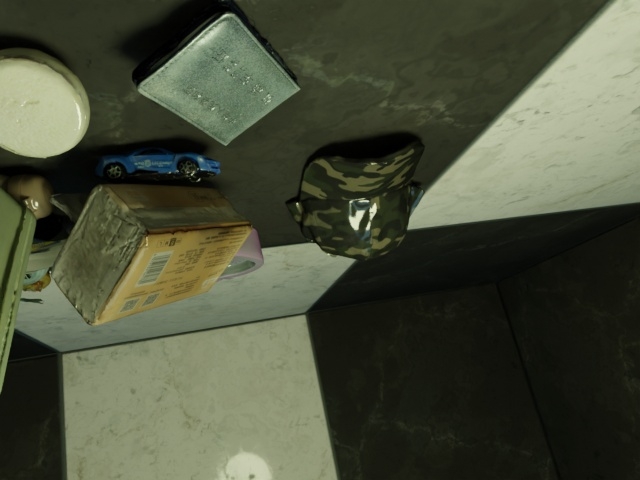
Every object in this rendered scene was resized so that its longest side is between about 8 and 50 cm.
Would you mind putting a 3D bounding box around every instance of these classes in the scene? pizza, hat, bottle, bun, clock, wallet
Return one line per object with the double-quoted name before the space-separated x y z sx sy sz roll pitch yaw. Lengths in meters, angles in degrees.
"pizza" -0.818 0.113 1.331 0.134 0.046 0.175 -11 163 -3
"hat" 0.112 -0.073 1.143 0.366 0.257 0.382 -13 -178 -5
"bottle" -0.578 -0.068 0.848 0.209 0.110 0.097 -8 121 -5
"bun" -0.374 -0.185 0.633 0.138 0.094 0.138 -9 125 -13
"clock" -0.334 0.046 1.358 0.339 0.102 0.338 -11 164 -3
"wallet" -0.137 -0.223 0.685 0.167 0.036 0.222 -33 158 13

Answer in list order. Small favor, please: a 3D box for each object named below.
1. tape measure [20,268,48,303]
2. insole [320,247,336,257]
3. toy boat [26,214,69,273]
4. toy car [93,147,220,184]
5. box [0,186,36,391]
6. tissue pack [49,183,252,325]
"tape measure" -0.707 0.096 1.163 0.164 0.084 0.330 -6 143 -5
"insole" 0.000 0.000 1.357 0.063 0.192 0.010 15 110 -25
"toy boat" -0.584 0.004 0.958 0.141 0.140 0.269 -15 174 8
"toy car" -0.290 -0.134 0.868 0.216 0.063 0.103 -6 -179 -6
"box" -0.541 0.008 0.568 0.178 0.351 0.343 -12 145 1
"tissue pack" -0.326 -0.011 0.918 0.239 0.238 0.305 -20 176 25
